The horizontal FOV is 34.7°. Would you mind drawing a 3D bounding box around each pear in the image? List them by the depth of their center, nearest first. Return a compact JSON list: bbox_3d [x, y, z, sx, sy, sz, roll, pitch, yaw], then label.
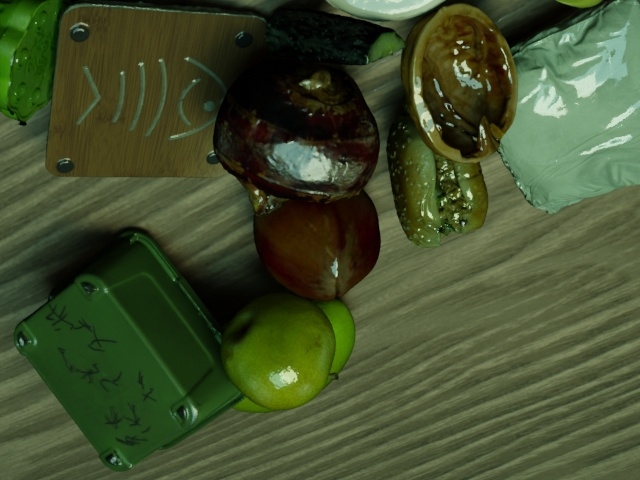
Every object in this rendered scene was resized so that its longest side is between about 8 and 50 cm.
[{"bbox_3d":[-0.048,0.180,1.558,0.166,0.180,0.216,-21,134,28],"label":"pear"}]

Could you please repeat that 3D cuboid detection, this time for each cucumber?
[{"bbox_3d":[0.015,-0.263,1.293,0.078,0.211,0.062,-26,115,-29],"label":"cucumber"}]

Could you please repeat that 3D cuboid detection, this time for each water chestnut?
[{"bbox_3d":[-0.034,-0.133,1.390,0.224,0.223,0.238,9,114,-11],"label":"water chestnut"}]

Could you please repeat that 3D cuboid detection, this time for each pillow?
[{"bbox_3d":[0.356,-0.176,1.432,0.284,0.138,0.310,-20,128,24],"label":"pillow"}]

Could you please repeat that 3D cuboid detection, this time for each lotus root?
[{"bbox_3d":[-0.425,-0.262,1.310,0.186,0.186,0.186,-2,130,-2],"label":"lotus root"}]

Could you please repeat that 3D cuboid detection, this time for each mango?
[{"bbox_3d":[-0.068,0.198,1.718,0.273,0.149,0.185,-14,127,3],"label":"mango"}]

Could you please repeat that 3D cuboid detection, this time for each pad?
[{"bbox_3d":[-0.224,-0.197,1.411,0.284,0.018,0.286,-1,134,-23],"label":"pad"}]

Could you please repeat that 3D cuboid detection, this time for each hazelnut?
[{"bbox_3d":[0.000,0.000,1.514,0.208,0.208,0.208,-2,130,-2],"label":"hazelnut"}]

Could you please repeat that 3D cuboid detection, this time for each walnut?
[{"bbox_3d":[0.164,-0.204,1.306,0.167,0.087,0.211,-36,120,-21],"label":"walnut"}]

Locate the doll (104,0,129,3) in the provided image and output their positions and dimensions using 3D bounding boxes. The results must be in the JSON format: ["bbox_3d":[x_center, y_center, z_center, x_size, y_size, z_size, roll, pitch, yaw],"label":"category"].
[{"bbox_3d":[-0.286,-0.369,1.281,0.165,0.057,0.139,26,125,-22],"label":"doll"}]

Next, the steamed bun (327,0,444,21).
[{"bbox_3d":[0.080,-0.385,1.228,0.232,0.145,0.231,1,121,2],"label":"steamed bun"}]

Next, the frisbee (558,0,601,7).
[{"bbox_3d":[0.249,-0.364,1.193,0.017,0.236,0.236,-40,126,-6],"label":"frisbee"}]

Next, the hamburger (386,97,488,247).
[{"bbox_3d":[0.154,-0.101,1.445,0.122,0.189,0.215,-13,91,0],"label":"hamburger"}]

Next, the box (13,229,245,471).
[{"bbox_3d":[-0.296,0.181,1.593,0.253,0.178,0.328,-37,93,23],"label":"box"}]
